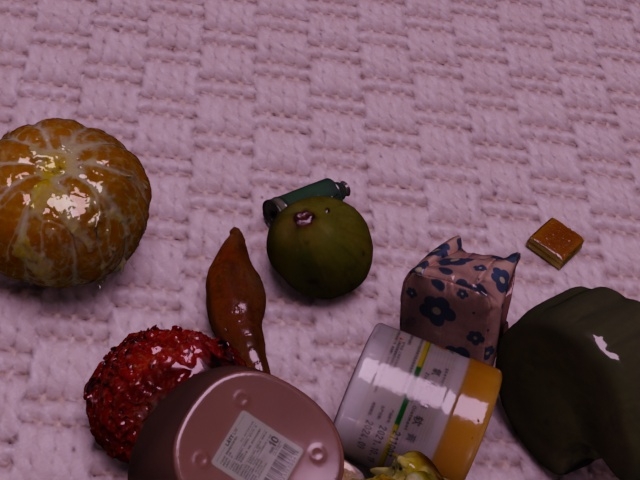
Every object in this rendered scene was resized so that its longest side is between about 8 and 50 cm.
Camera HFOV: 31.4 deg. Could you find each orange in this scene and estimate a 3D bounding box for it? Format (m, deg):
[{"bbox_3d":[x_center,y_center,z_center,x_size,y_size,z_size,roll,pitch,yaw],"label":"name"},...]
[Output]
[{"bbox_3d":[-0.468,-0.063,2.040,0.329,0.249,0.329,6,45,-6],"label":"orange"}]

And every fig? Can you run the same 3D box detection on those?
[{"bbox_3d":[0.000,0.000,2.130,0.203,0.225,0.203,-3,64,6],"label":"fig"}]

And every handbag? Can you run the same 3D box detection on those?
[{"bbox_3d":[0.257,0.127,2.064,0.190,0.251,0.193,20,37,26],"label":"handbag"}]

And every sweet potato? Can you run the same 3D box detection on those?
[{"bbox_3d":[-0.152,0.119,2.057,0.112,0.112,0.359,3,52,-13],"label":"sweet potato"}]

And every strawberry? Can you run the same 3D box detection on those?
[{"bbox_3d":[-0.236,0.241,1.850,0.274,0.220,0.274,10,49,-12],"label":"strawberry"}]

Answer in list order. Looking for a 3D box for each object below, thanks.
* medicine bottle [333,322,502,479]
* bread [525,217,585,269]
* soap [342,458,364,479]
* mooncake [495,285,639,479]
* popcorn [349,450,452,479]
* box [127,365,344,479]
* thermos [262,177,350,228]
[{"bbox_3d":[0.156,0.284,1.901,0.232,0.238,0.238,22,47,6],"label":"medicine bottle"},{"bbox_3d":[0.490,0.005,2.379,0.090,0.035,0.094,38,51,19],"label":"bread"},{"bbox_3d":[-0.069,0.441,1.804,0.173,0.089,0.274,30,49,11],"label":"soap"},{"bbox_3d":[0.466,0.244,1.942,0.187,0.351,0.351,-25,59,-28],"label":"mooncake"},{"bbox_3d":[0.126,0.484,1.679,0.312,0.312,0.312,8,48,-8],"label":"popcorn"},{"bbox_3d":[-0.110,0.323,1.633,0.301,0.216,0.300,5,73,-19],"label":"box"},{"bbox_3d":[-0.020,-0.079,2.286,0.188,0.083,0.073,-23,70,-32],"label":"thermos"}]
